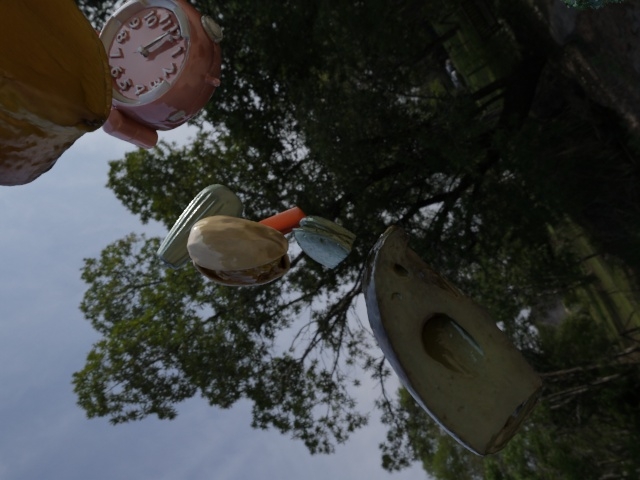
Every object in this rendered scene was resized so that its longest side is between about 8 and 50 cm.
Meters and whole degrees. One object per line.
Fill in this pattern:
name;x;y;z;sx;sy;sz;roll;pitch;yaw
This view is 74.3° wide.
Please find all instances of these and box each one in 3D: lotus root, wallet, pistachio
lotus root;0.160;0.141;0.594;0.314;0.142;0.210;51;178;24
wallet;-0.147;-0.043;1.390;0.142;0.205;0.045;45;156;61
pistachio;-0.175;0.021;0.905;0.157;0.230;0.157;10;-90;-80

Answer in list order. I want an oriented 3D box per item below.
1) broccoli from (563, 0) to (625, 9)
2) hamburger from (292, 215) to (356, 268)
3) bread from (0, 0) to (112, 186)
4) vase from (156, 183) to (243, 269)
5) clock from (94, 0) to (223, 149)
broccoli;0.499;-0.510;0.659;0.308;0.308;0.275;29;-144;-42
hamburger;0.001;-0.003;0.606;0.084;0.054;0.121;30;171;-4
bread;-0.318;-0.175;0.419;0.195;0.143;0.269;52;-165;-46
vase;-0.315;-0.032;1.098;0.128;0.128;0.248;47;-112;-19
clock;-0.276;-0.312;0.755;0.142;0.241;0.227;10;-123;-69
